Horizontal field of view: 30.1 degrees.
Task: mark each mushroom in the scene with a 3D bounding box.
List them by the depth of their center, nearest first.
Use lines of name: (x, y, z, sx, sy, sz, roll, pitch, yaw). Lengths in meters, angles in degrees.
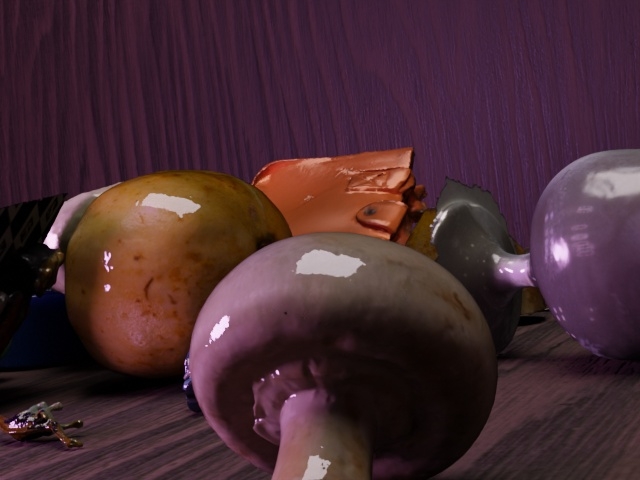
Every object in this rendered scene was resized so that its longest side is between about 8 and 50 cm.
mushroom: (0.011, 0.106, 0.770, 0.207, 0.207, 0.215, -6, 37, 12)

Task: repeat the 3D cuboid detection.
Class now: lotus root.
lotus root: (0.213, 0.037, 1.687, 0.199, 0.180, 0.188, -6, -2, 7)

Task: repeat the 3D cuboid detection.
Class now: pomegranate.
pomegranate: (-0.173, 0.040, 1.483, 0.307, 0.307, 0.307, -6, 2, 0)

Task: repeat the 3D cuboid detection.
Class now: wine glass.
wine glass: (0.293, 0.017, 1.292, 0.323, 0.238, 0.238, -10, -1, 39)

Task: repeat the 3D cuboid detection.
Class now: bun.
bun: (-0.288, 0.009, 1.700, 0.259, 0.160, 0.259, -23, -8, -3)

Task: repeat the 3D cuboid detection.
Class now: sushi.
sushi: (-0.381, 0.088, 1.450, 0.059, 0.294, 0.292, 26, 4, 0)

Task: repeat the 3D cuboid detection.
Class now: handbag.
handbag: (0.000, 0.000, 1.865, 0.303, 0.116, 0.410, -7, 31, 19)

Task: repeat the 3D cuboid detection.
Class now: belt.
belt: (-0.365, 0.119, 1.875, 0.347, 0.117, 0.212, -8, 5, -40)

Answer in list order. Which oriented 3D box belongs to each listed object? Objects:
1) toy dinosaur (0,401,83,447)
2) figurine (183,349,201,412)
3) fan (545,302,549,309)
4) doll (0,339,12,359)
toy dinosaur: (-0.281, 0.178, 1.170, 0.180, 0.037, 0.058, -3, -1, 39)
figurine: (-0.111, 0.149, 1.276, 0.077, 0.079, 0.136, -3, 26, 2)
fan: (0.357, 0.097, 1.838, 0.220, 0.009, 0.132, -7, 5, 6)
doll: (-0.613, 0.125, 1.645, 0.363, 0.182, 0.160, -10, 40, 0)
